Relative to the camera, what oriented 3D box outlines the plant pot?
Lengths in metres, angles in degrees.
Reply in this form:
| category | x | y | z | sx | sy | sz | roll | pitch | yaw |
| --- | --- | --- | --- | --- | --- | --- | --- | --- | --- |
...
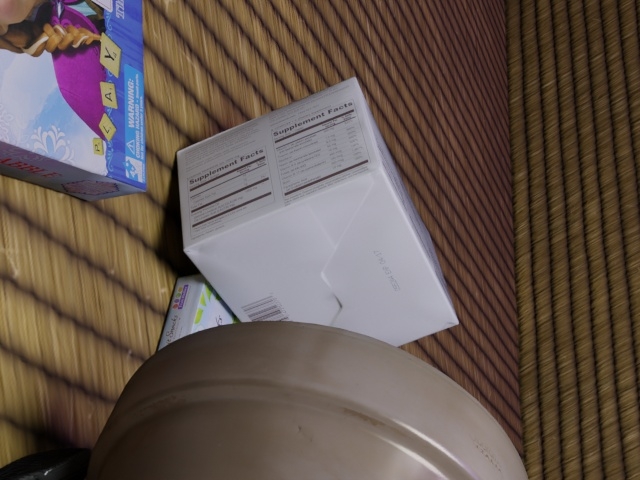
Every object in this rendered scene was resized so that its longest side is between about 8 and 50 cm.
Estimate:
| category | x | y | z | sx | sy | sz | roll | pitch | yaw |
| --- | --- | --- | --- | --- | --- | --- | --- | --- | --- |
| plant pot | -0.034 | 0.260 | 0.582 | 0.280 | 0.323 | 0.323 | -69 | 144 | -53 |

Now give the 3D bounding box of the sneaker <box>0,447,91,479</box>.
| category | x | y | z | sx | sy | sz | roll | pitch | yaw |
| --- | --- | --- | --- | --- | --- | --- | --- | --- | --- |
| sneaker | -0.213 | 0.206 | 0.618 | 0.170 | 0.051 | 0.089 | -17 | 99 | -63 |

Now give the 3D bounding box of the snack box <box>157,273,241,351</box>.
| category | x | y | z | sx | sy | sz | roll | pitch | yaw |
| --- | --- | --- | --- | --- | --- | --- | --- | --- | --- |
| snack box | -0.117 | 0.117 | 0.894 | 0.100 | 0.037 | 0.141 | 57 | 33 | -45 |

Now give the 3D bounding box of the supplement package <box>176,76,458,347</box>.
| category | x | y | z | sx | sy | sz | roll | pitch | yaw |
| --- | --- | --- | --- | --- | --- | --- | --- | --- | --- |
| supplement package | 0.000 | 0.000 | 0.963 | 0.262 | 0.204 | 0.145 | 58 | 15 | -45 |

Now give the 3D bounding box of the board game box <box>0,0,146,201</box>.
| category | x | y | z | sx | sy | sz | roll | pitch | yaw |
| --- | --- | --- | --- | --- | --- | --- | --- | --- | --- |
| board game box | -0.241 | -0.213 | 0.660 | 0.318 | 0.065 | 0.319 | 18 | 66 | -66 |
